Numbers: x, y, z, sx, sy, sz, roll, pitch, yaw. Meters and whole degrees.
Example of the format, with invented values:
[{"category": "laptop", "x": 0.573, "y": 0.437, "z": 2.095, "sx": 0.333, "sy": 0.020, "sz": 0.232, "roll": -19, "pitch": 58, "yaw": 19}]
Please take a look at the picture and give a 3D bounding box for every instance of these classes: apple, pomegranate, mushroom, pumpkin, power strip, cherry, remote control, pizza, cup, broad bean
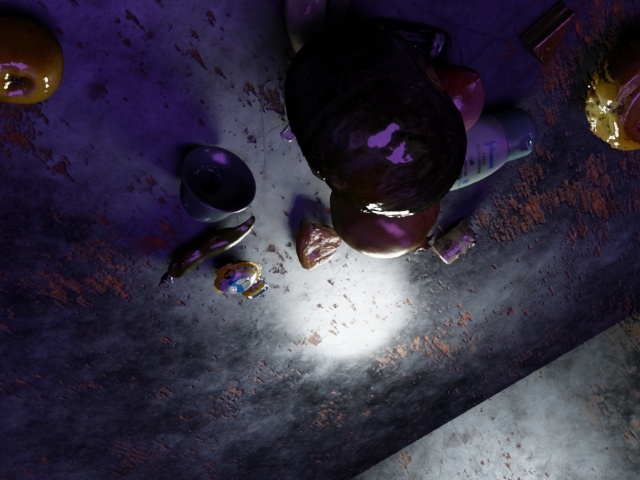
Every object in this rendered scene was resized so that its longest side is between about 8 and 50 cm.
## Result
[{"category": "apple", "x": -0.596, "y": -0.347, "z": 1.333, "sx": 0.182, "sy": 0.155, "sz": 0.182, "roll": -15, "pitch": 136, "yaw": -15}, {"category": "pomegranate", "x": 0.187, "y": -0.084, "z": 1.899, "sx": 0.319, "sy": 0.319, "sz": 0.319, "roll": -14, "pitch": 138, "yaw": -13}, {"category": "mushroom", "x": -0.034, "y": -0.486, "z": 1.530, "sx": 0.097, "sy": 0.088, "sz": 0.212, "roll": -44, "pitch": 152, "yaw": -27}, {"category": "pumpkin", "x": 0.115, "y": -0.257, "z": 1.495, "sx": 0.344, "sy": 0.454, "sz": 0.454, "roll": -36, "pitch": 139, "yaw": 20}, {"category": "power strip", "x": 0.030, "y": -0.516, "z": 1.580, "sx": 0.051, "sy": 0.019, "sz": 0.136, "roll": -5, "pitch": 135, "yaw": -25}, {"category": "cherry", "x": 0.304, "y": -0.346, "z": 1.733, "sx": 0.239, "sy": 0.239, "sz": 0.206, "roll": 13, "pitch": 102, "yaw": -36}, {"category": "remote control", "x": 0.217, "y": -0.483, "z": 1.674, "sx": 0.266, "sy": 0.066, "sz": 0.090, "roll": 0, "pitch": 137, "yaw": -26}, {"category": "pizza", "x": 0.000, "y": 0.000, "z": 2.081, "sx": 0.161, "sy": 0.062, "sz": 0.182, "roll": -15, "pitch": 133, "yaw": -3}, {"category": "cup", "x": -0.284, "y": -0.120, "z": 1.737, "sx": 0.199, "sy": 0.199, "sz": 0.150, "roll": 5, "pitch": 149, "yaw": -31}, {"category": "broad bean", "x": -0.328, "y": 0.027, "z": 1.932, "sx": 0.339, "sy": 0.061, "sz": 0.077, "roll": -30, "pitch": 147, "yaw": 6}]

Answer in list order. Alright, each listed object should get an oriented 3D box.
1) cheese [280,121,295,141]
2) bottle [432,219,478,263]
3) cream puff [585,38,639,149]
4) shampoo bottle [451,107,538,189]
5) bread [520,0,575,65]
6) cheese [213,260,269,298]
[{"category": "cheese", "x": -0.008, "y": -0.348, "z": 1.699, "sx": 0.127, "sy": 0.050, "sz": 0.255, "roll": 24, "pitch": 115, "yaw": -43}, {"category": "bottle", "x": 0.461, "y": 0.002, "z": 2.289, "sx": 0.152, "sy": 0.099, "sz": 0.099, "roll": -41, "pitch": 137, "yaw": 12}, {"category": "cream puff", "x": 0.900, "y": -0.429, "z": 1.954, "sx": 0.343, "sy": 0.231, "sz": 0.327, "roll": 16, "pitch": 123, "yaw": -34}, {"category": "shampoo bottle", "x": 0.454, "y": -0.273, "z": 1.951, "sx": 0.349, "sy": 0.151, "sz": 0.222, "roll": -19, "pitch": 126, "yaw": -9}, {"category": "bread", "x": 0.615, "y": -0.548, "z": 1.806, "sx": 0.139, "sy": 0.074, "sz": 0.084, "roll": -43, "pitch": 136, "yaw": 16}, {"category": "cheese", "x": -0.234, "y": 0.125, "z": 2.083, "sx": 0.156, "sy": 0.064, "sz": 0.250, "roll": -33, "pitch": 151, "yaw": 9}]
